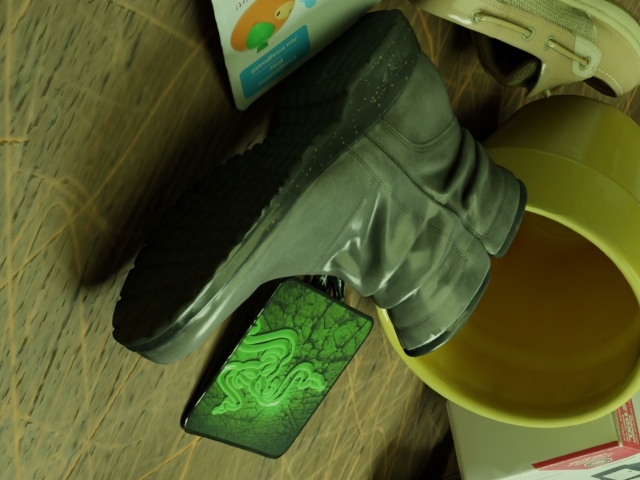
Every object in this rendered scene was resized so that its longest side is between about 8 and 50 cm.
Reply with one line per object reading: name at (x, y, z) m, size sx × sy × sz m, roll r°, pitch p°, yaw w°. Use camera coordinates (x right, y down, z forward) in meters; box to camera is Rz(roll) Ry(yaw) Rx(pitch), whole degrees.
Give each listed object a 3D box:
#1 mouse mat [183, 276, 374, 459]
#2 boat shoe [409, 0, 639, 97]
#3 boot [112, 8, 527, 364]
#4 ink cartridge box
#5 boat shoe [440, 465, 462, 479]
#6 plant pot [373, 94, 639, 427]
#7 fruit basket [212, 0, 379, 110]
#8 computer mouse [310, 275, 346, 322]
mouse mat at (-0.031, 0.110, 1.434) m, size 0.153 × 0.007 × 0.189 m, roll -55°, pitch 151°, yaw 3°
boat shoe at (0.177, -0.184, 1.486) m, size 0.341 × 0.121 × 0.110 m, roll 27°, pitch 92°, yaw -52°
boot at (0.020, 0.013, 1.260) m, size 0.338 × 0.118 × 0.223 m, roll -49°, pitch 119°, yaw -21°
ink cartridge box at (0.260, 0.197, 1.744) m, size 0.237 × 0.172 × 0.100 m, roll 22°, pitch 53°, yaw -57°
boat shoe at (0.152, 0.286, 1.805) m, size 0.116 × 0.123 × 0.324 m, roll -69°, pitch 159°, yaw -9°
plant pot at (0.202, -0.001, 1.548) m, size 0.239 × 0.254 × 0.254 m, roll -58°, pitch 155°, yaw -48°
fruit basket at (0.055, -0.259, 1.128) m, size 0.327 × 0.165 × 0.353 m, roll -40°, pitch 153°, yaw -14°
computer mouse at (0.000, 0.000, 1.393) m, size 0.071 × 0.041 × 0.242 m, roll -50°, pitch 149°, yaw -28°
